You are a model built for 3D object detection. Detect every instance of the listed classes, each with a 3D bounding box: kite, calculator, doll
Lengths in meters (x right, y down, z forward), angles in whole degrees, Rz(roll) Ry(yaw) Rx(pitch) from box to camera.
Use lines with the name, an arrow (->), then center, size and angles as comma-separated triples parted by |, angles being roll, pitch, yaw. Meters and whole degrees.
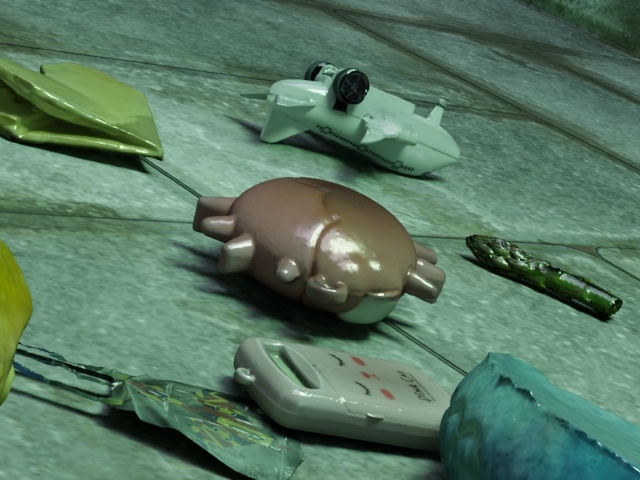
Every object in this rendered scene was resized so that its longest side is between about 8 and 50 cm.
kite -> -0.124, 0.096, 1.156 | 0.245, 0.015, 0.141 | 19, 10, -6
calculator -> 0.018, 0.106, 1.249 | 0.175, 0.032, 0.100 | 12, 17, -29
doll -> 0.000, 0.000, 1.491 | 0.211, 0.093, 0.262 | 12, 17, -15

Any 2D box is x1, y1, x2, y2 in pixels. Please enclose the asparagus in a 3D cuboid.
asparagus -> 0.213, 0.033, 1.746 | 0.165, 0.030, 0.036 | 24, 44, 16

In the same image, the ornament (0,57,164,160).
ornament -> -0.218, -0.119, 1.711 | 0.180, 0.059, 0.201 | 28, 16, 21

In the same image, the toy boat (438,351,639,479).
toy boat -> 0.167, 0.171, 1.124 | 0.215, 0.123, 0.330 | 29, 5, -5

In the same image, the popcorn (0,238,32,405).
popcorn -> -0.283, 0.035, 0.824 | 0.286, 0.215, 0.252 | 7, 26, -27

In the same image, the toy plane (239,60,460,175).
toy plane -> 0.048, -0.135, 1.990 | 0.255, 0.101, 0.251 | 12, 5, -25
